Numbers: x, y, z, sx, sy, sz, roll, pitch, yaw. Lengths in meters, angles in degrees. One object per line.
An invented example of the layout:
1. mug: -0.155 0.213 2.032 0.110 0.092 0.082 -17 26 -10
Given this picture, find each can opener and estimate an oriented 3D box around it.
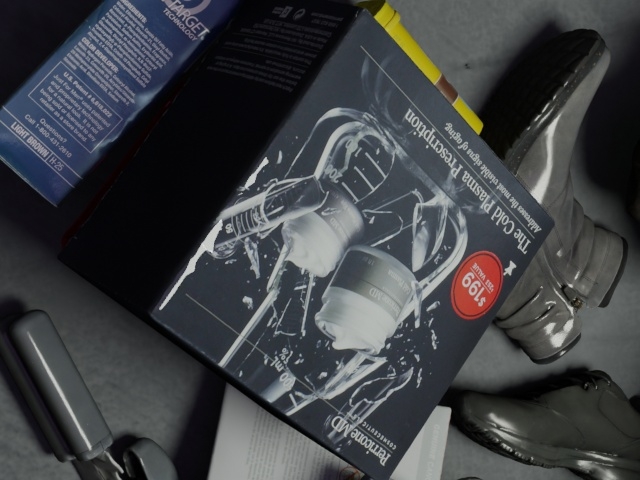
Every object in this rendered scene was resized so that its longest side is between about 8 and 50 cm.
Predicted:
1. can opener: -0.238 0.190 1.340 0.095 0.076 0.283 -37 107 -41

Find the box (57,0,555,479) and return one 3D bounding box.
1. box: 0.000 0.000 1.182 0.343 0.179 0.312 41 80 -39

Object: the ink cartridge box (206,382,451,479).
1. ink cartridge box: -0.004 0.285 1.326 0.239 0.060 0.275 10 75 5

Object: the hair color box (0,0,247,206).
1. hair color box: -0.177 -0.195 1.237 0.105 0.174 0.347 43 85 -14

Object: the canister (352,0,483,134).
1. canister: 0.083 -0.165 1.339 0.073 0.126 0.170 -44 108 -6

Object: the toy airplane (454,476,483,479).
1. toy airplane: 0.131 0.448 1.392 0.386 0.272 0.384 28 77 19

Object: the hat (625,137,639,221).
1. hat: 0.404 -0.083 1.394 0.134 0.331 0.331 9 96 22

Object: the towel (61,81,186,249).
1. towel: -0.115 -0.016 1.280 0.199 0.031 0.275 -53 140 -1

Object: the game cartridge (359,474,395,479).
1. game cartridge: 0.168 0.395 1.223 0.355 0.068 0.230 26 53 -9

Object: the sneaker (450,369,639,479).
1. sneaker: 0.276 0.202 1.462 0.286 0.109 0.130 19 86 -26

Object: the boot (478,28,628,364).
1. boot: 0.264 -0.047 1.425 0.222 0.118 0.338 31 96 -24
